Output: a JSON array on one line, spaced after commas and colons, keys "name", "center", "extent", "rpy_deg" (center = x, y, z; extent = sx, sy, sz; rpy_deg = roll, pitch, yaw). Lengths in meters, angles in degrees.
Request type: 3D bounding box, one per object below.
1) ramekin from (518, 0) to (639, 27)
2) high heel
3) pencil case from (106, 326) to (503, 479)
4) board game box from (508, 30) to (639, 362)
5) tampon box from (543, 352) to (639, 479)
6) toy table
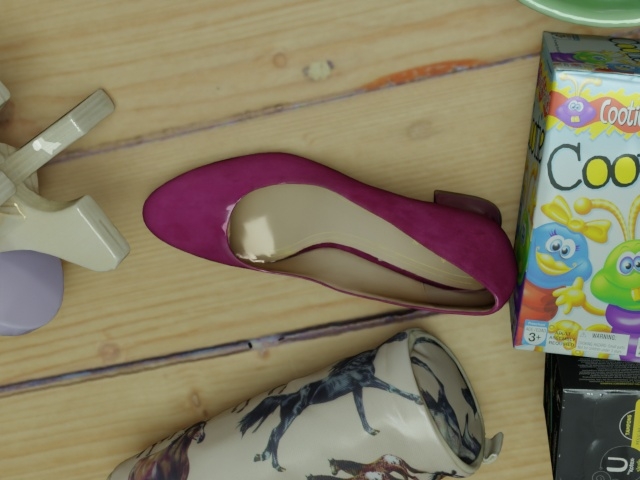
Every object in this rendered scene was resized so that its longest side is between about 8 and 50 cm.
[{"name": "ramekin", "center": [0.247, -0.343, 0.986], "extent": [0.303, 0.148, 0.303], "rpy_deg": [2, 114, 5]}, {"name": "high heel", "center": [0.000, 0.000, 1.144], "extent": [0.377, 0.181, 0.127], "rpy_deg": [0, 114, 6]}, {"name": "pencil case", "center": [-0.020, 0.244, 1.267], "extent": [0.410, 0.160, 0.183], "rpy_deg": [-27, 118, 17]}, {"name": "board game box", "center": [0.266, -0.043, 1.119], "extent": [0.142, 0.144, 0.275], "rpy_deg": [6, 114, 4]}, {"name": "tampon box", "center": [0.285, 0.163, 1.198], "extent": [0.101, 0.161, 0.120], "rpy_deg": [1, 114, 5]}, {"name": "toy table", "center": [-0.311, -0.051, 1.141], "extent": [0.161, 0.252, 0.274], "rpy_deg": [-27, 118, 34]}]
